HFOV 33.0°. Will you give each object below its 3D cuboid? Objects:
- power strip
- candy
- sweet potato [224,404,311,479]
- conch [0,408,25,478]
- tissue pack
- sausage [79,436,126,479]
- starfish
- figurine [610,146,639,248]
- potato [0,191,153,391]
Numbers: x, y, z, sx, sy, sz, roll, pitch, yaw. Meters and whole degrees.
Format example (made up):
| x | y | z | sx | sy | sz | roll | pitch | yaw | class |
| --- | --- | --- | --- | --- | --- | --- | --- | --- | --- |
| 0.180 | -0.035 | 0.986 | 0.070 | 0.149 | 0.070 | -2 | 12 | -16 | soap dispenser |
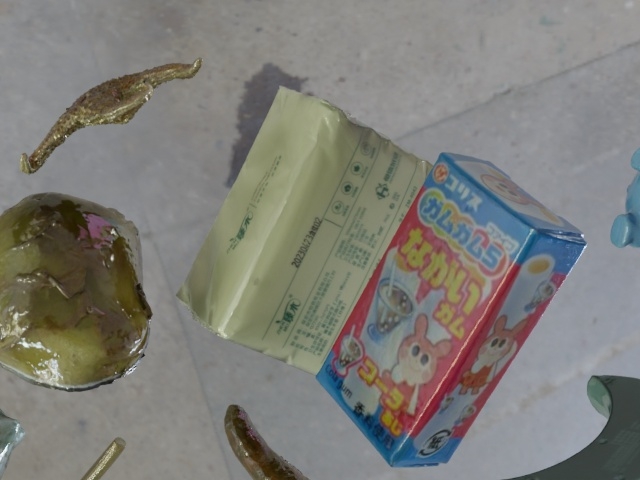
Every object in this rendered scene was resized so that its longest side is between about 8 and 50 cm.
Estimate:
| x | y | z | sx | sy | sz | roll | pitch | yaw | class |
| --- | --- | --- | --- | --- | --- | --- | --- | --- | --- |
| 0.247 | 0.173 | 0.900 | 0.216 | 0.137 | 0.044 | -32 | 114 | -38 | power strip |
| 0.131 | 0.076 | 1.151 | 0.100 | 0.157 | 0.306 | 10 | 117 | -44 | candy |
| -0.078 | 0.374 | 1.758 | 0.075 | 0.273 | 0.075 | -32 | 146 | -25 | sweet potato |
| -0.399 | 0.219 | 1.092 | 0.169 | 0.386 | 0.203 | -33 | 134 | 26 | conch |
| 0.000 | 0.000 | 1.638 | 0.297 | 0.207 | 0.380 | 28 | 91 | -31 | tissue pack |
| -0.337 | 0.348 | 1.644 | 0.024 | 0.024 | 0.132 | 24 | 118 | -31 | sausage |
| -0.291 | -0.201 | 1.528 | 0.299 | 0.302 | 0.060 | -31 | 105 | 8 | starfish |
| 0.370 | 0.031 | 1.026 | 0.262 | 0.154 | 0.180 | 30 | 64 | -23 | figurine |
| -0.365 | 0.053 | 1.525 | 0.246 | 0.300 | 0.196 | -13 | 128 | -16 | potato |
